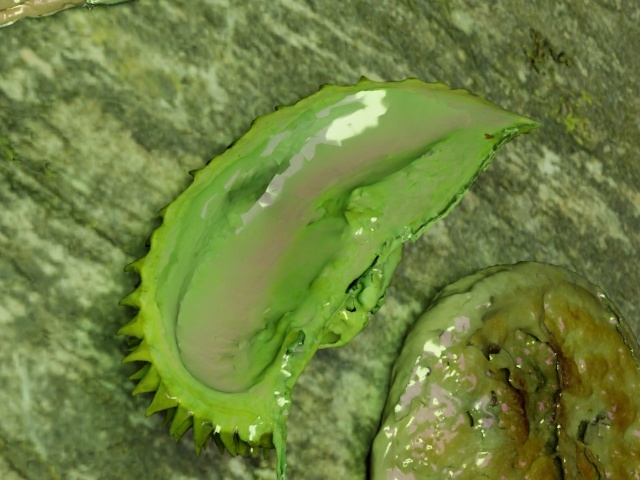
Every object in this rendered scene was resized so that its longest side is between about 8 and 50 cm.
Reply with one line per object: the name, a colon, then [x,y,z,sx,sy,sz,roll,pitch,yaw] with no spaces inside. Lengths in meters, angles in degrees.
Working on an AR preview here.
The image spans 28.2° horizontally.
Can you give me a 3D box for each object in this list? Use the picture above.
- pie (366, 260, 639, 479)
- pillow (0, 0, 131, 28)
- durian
pie: [0.180,0.174,1.064,0.339,0.077,0.339,4,84,-35]
pillow: [-0.174,-0.218,0.867,0.232,0.043,0.126,-20,93,-33]
durian: [-0.008,0.004,0.887,0.157,0.169,0.355,51,59,-23]
